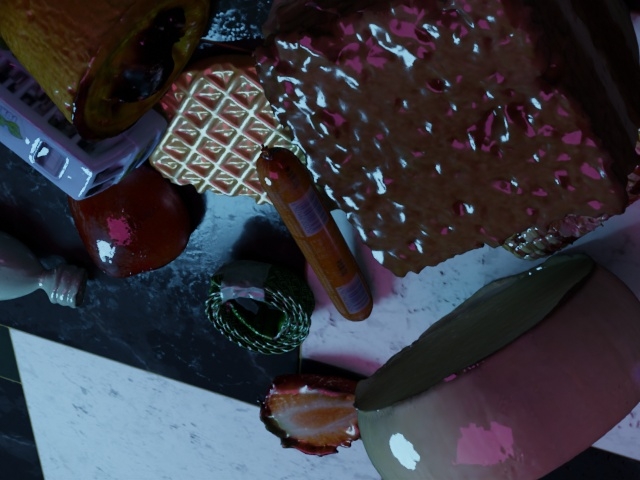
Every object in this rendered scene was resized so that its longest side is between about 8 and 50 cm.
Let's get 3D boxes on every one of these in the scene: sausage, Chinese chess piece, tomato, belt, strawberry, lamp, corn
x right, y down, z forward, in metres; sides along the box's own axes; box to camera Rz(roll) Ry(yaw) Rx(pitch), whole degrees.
[{"bbox_3d":[0.000,0.000,1.225,0.053,0.053,0.348,1,145,24],"label":"sausage"},{"bbox_3d":[0.197,0.150,1.119,0.338,0.338,0.140,-31,94,42],"label":"Chinese chess piece"},{"bbox_3d":[-0.269,-0.019,1.346,0.189,0.099,0.173,-2,131,28],"label":"tomato"},{"bbox_3d":[-0.081,0.081,1.375,0.151,0.079,0.121,23,127,-13],"label":"belt"},{"bbox_3d":[-0.002,0.235,1.476,0.187,0.082,0.146,-16,128,28],"label":"strawberry"},{"bbox_3d":[-0.436,0.048,1.493,0.193,0.106,0.106,16,136,-2],"label":"lamp"},{"bbox_3d":[0.274,-0.066,1.051,0.098,0.098,0.290,35,136,-9],"label":"corn"}]

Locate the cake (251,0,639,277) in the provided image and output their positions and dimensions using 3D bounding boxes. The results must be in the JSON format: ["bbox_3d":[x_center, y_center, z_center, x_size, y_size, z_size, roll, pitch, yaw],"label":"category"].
[{"bbox_3d":[0.125,-0.163,0.889,0.255,0.290,0.282,-14,124,36],"label":"cake"}]

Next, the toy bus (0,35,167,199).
[{"bbox_3d":[-0.344,-0.187,1.189,0.329,0.136,0.109,39,138,-5],"label":"toy bus"}]

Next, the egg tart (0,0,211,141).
[{"bbox_3d":[-0.223,-0.222,1.076,0.171,0.215,0.215,39,137,9],"label":"egg tart"}]

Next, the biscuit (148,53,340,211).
[{"bbox_3d":[-0.071,-0.122,1.199,0.309,0.040,0.205,12,134,15],"label":"biscuit"}]
